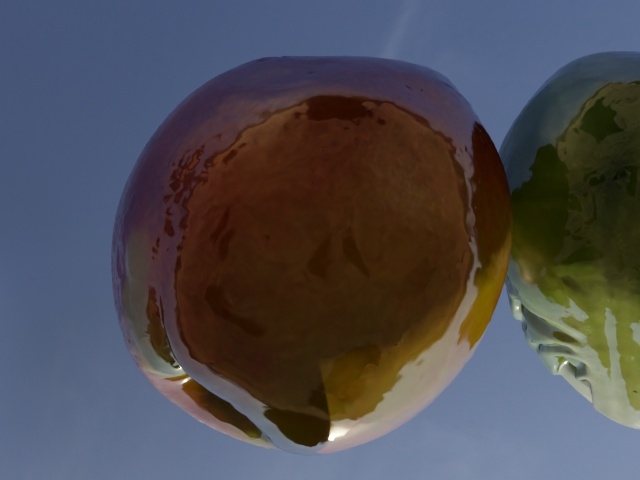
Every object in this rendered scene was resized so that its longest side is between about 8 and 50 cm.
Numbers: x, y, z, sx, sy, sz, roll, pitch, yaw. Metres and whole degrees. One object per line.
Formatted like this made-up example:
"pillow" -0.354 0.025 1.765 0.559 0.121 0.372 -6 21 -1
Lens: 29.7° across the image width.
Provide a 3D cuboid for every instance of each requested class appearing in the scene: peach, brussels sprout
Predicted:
"peach" 0.000 0.000 0.932 0.308 0.308 0.332 42 -108 -9
"brussels sprout" 0.298 0.004 1.090 0.281 0.289 0.355 -3 -75 10
